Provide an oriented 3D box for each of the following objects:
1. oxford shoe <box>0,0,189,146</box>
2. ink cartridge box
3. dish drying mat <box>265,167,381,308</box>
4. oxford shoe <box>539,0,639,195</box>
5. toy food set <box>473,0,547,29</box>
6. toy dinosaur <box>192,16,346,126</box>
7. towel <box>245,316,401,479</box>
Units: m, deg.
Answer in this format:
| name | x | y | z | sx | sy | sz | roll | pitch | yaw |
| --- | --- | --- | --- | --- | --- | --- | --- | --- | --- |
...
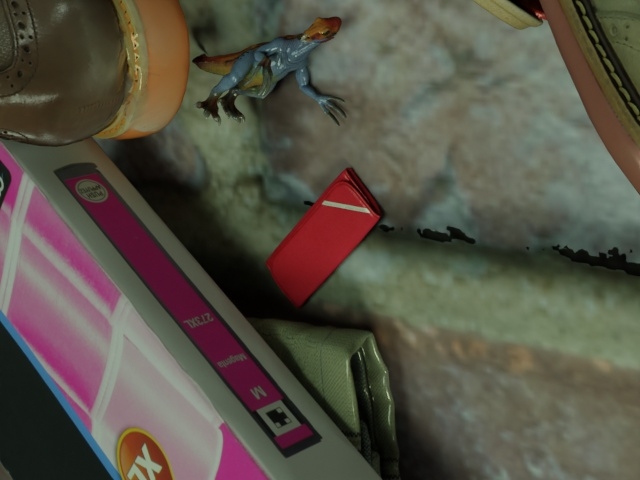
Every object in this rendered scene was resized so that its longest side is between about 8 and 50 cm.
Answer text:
| name | x | y | z | sx | sy | sz | roll | pitch | yaw |
| --- | --- | --- | --- | --- | --- | --- | --- | --- | --- |
| oxford shoe | -0.229 | -0.165 | 0.701 | 0.363 | 0.132 | 0.130 | 34 | 126 | 35 |
| ink cartridge box | -0.075 | 0.121 | 0.661 | 0.371 | 0.069 | 0.176 | 46 | 128 | 21 |
| dish drying mat | 0.000 | 0.000 | 0.645 | 0.032 | 0.008 | 0.083 | 53 | 132 | 13 |
| oxford shoe | 0.147 | -0.089 | 0.409 | 0.348 | 0.123 | 0.130 | 52 | 126 | 14 |
| toy food set | 0.059 | -0.111 | 0.505 | 0.082 | 0.083 | 0.020 | 45 | 108 | 23 |
| toy dinosaur | -0.026 | -0.090 | 0.618 | 0.082 | 0.047 | 0.090 | -45 | 62 | 22 |
| towel | -0.065 | 0.185 | 0.749 | 0.324 | 0.056 | 0.312 | 4 | 104 | 43 |
